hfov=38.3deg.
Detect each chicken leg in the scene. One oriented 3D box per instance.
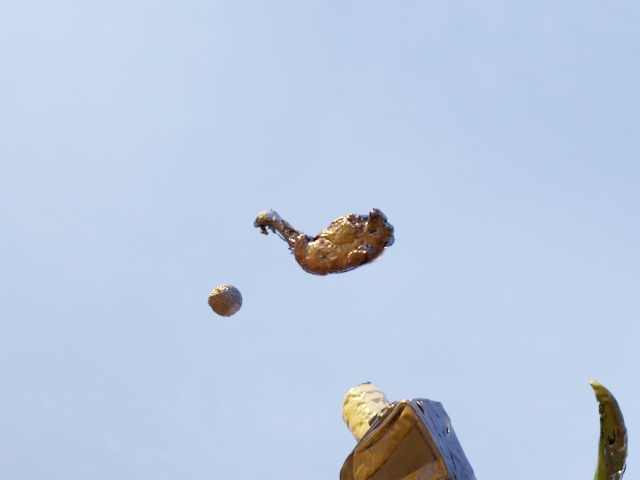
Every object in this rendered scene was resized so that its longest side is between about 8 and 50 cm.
[{"bbox_3d":[0.000,0.000,1.381,0.253,0.106,0.051,4,-5,36],"label":"chicken leg"}]

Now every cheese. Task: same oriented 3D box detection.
[{"bbox_3d":[0.108,0.352,1.689,0.167,0.094,0.123,54,-9,54],"label":"cheese"}]

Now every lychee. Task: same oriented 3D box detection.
[{"bbox_3d":[-0.193,0.122,1.878,0.068,0.067,0.083,22,-17,10],"label":"lychee"}]

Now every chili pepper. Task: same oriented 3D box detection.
[{"bbox_3d":[0.511,0.416,1.663,0.076,0.085,0.359,2,-68,9],"label":"chili pepper"}]

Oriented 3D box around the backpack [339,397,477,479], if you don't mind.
[{"bbox_3d":[0.126,0.363,1.416,0.133,0.206,0.258,8,-46,-41],"label":"backpack"}]
